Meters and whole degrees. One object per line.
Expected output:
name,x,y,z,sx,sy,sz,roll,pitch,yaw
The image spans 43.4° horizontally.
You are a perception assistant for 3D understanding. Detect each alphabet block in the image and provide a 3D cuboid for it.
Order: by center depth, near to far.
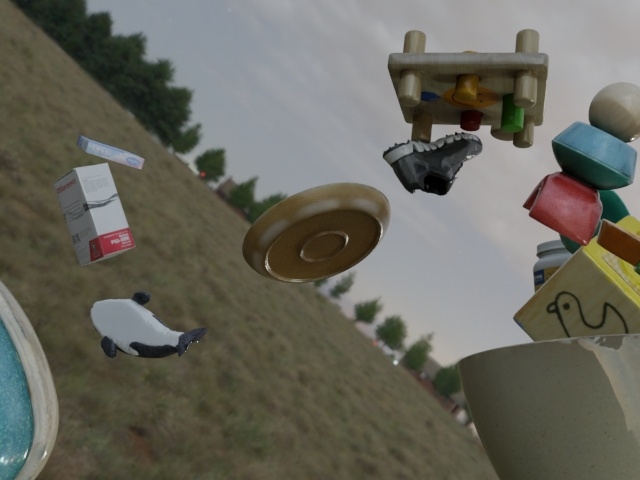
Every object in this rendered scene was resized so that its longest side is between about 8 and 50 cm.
alphabet block,0.478,0.107,1.322,0.192,0.193,0.197,47,-45,17

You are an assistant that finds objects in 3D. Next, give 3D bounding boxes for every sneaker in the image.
sneaker,0.217,-0.132,1.454,0.078,0.234,0.106,-34,-106,49

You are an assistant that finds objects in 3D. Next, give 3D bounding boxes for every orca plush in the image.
orca plush,-0.356,0.193,1.701,0.287,0.151,0.102,-2,-28,26

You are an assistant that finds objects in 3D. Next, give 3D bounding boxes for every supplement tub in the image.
supplement tub,0.503,0.105,1.613,0.144,0.200,0.144,-1,-13,0

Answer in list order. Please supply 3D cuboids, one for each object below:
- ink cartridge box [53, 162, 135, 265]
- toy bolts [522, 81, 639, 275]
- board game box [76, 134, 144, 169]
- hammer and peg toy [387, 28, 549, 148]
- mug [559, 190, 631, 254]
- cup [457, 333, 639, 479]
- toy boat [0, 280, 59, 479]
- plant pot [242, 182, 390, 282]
ink cartridge box,-0.341,-0.039,1.212,0.099,0.056,0.135,-16,-88,52
toy bolts,0.333,-0.054,0.814,0.228,0.158,0.218,28,12,-1
board game box,-0.334,-0.140,1.275,0.090,0.020,0.090,17,6,-28
hammer and peg toy,0.261,-0.238,1.424,0.266,0.127,0.361,4,-13,13
mug,0.503,-0.014,1.467,0.097,0.129,0.158,-29,-71,42
cup,0.358,0.265,1.054,0.331,0.331,0.237,49,36,-69
toy boat,-0.327,0.065,0.485,0.318,0.267,0.148,59,4,8
plant pot,0.000,0.000,1.215,0.236,0.236,0.032,47,19,-58
